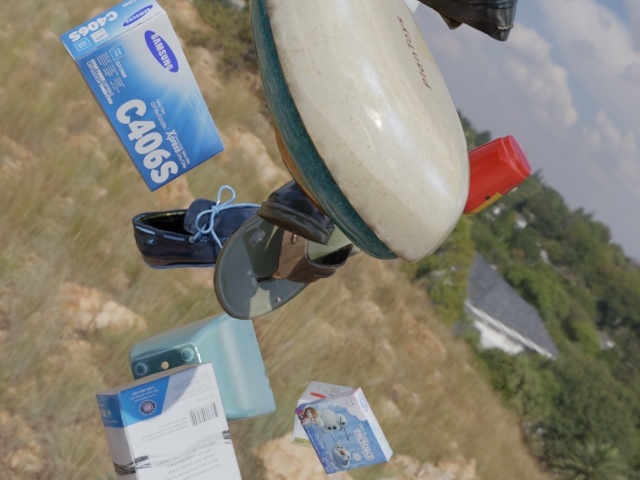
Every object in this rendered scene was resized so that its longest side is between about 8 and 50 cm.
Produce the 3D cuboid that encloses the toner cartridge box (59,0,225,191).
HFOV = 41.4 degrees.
[{"bbox_3d":[-0.297,-0.247,1.471,0.075,0.165,0.348,51,-11,33],"label":"toner cartridge box"}]

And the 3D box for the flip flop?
[{"bbox_3d":[0.000,0.000,0.994,0.112,0.277,0.080,66,-7,-10],"label":"flip flop"}]

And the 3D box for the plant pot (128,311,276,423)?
[{"bbox_3d":[-0.270,0.292,1.777,0.252,0.247,0.248,11,62,-77],"label":"plant pot"}]

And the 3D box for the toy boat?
[{"bbox_3d":[0.054,-0.077,0.703,0.318,0.148,0.267,26,42,-50],"label":"toy boat"}]

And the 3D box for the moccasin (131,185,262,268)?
[{"bbox_3d":[-0.221,-0.019,1.589,0.117,0.342,0.138,66,28,-26],"label":"moccasin"}]

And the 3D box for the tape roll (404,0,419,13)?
[{"bbox_3d":[0.041,-0.474,1.433,0.286,0.286,0.100,43,32,25],"label":"tape roll"}]

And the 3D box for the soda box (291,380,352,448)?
[{"bbox_3d":[0.005,0.270,1.317,0.074,0.069,0.216,10,-2,5],"label":"soda box"}]

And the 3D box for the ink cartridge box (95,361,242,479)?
[{"bbox_3d":[-0.191,0.268,1.090,0.139,0.082,0.191,-14,91,-38],"label":"ink cartridge box"}]

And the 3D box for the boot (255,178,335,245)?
[{"bbox_3d":[0.016,-0.103,0.795,0.076,0.208,0.189,25,4,1],"label":"boot"}]

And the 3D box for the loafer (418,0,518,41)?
[{"bbox_3d":[0.141,-0.258,0.916,0.062,0.061,0.170,-21,33,-27],"label":"loafer"}]

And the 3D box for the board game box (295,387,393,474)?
[{"bbox_3d":[0.027,0.226,0.998,0.090,0.090,0.020,63,31,-7],"label":"board game box"}]
